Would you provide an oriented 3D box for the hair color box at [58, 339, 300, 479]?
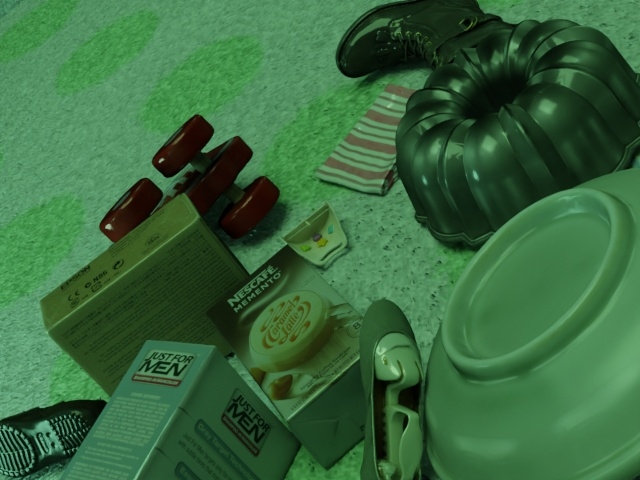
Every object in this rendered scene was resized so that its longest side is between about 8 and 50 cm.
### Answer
[{"bbox_3d":[-0.183,0.307,1.051,0.113,0.185,0.375,1,49,40],"label":"hair color box"}]

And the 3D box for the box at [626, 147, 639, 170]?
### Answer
[{"bbox_3d":[0.364,-0.070,1.168,0.093,0.027,0.137,-23,37,15],"label":"box"}]

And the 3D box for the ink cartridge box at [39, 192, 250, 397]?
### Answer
[{"bbox_3d":[-0.204,0.087,1.308,0.234,0.193,0.088,-37,34,-3],"label":"ink cartridge box"}]

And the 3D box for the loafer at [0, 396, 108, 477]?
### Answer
[{"bbox_3d":[-0.359,0.257,1.358,0.220,0.080,0.078,-14,9,29],"label":"loafer"}]

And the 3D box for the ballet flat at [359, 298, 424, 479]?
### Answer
[{"bbox_3d":[0.079,0.159,1.027,0.068,0.072,0.213,151,125,-60],"label":"ballet flat"}]

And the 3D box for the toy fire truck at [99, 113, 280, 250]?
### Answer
[{"bbox_3d":[-0.219,-0.029,1.507,0.302,0.169,0.254,-54,16,-25],"label":"toy fire truck"}]

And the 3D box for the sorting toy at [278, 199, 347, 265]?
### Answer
[{"bbox_3d":[0.000,0.000,1.375,0.083,0.045,0.075,-38,43,-4],"label":"sorting toy"}]

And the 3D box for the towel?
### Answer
[{"bbox_3d":[0.091,-0.151,1.477,0.144,0.029,0.197,16,60,48],"label":"towel"}]

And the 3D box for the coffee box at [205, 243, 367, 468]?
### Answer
[{"bbox_3d":[-0.018,0.127,1.193,0.141,0.098,0.246,-40,36,-7],"label":"coffee box"}]

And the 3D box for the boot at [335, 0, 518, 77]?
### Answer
[{"bbox_3d":[0.158,-0.287,1.520,0.263,0.091,0.229,-29,35,6],"label":"boot"}]

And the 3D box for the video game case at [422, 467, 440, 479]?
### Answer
[{"bbox_3d":[0.088,0.280,1.012,0.087,0.011,0.122,-9,44,32],"label":"video game case"}]

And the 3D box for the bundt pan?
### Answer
[{"bbox_3d":[0.229,-0.152,1.259,0.330,0.124,0.331,-27,33,19],"label":"bundt pan"}]

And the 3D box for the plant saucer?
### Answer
[{"bbox_3d":[0.223,0.061,0.970,0.400,0.100,0.400,-42,20,19],"label":"plant saucer"}]
